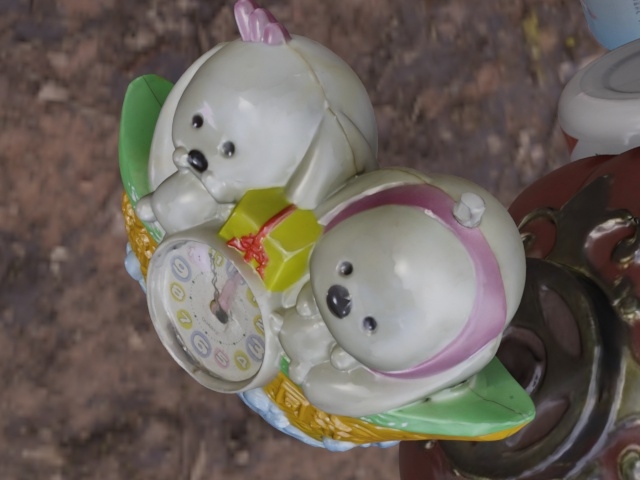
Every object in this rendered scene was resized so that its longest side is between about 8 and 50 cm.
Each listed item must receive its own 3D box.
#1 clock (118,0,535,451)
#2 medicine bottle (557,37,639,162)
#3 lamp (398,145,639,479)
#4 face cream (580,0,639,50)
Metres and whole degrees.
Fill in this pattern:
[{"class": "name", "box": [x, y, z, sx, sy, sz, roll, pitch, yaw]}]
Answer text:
[{"class": "clock", "box": [0.000, 0.000, 0.759, 0.231, 0.103, 0.144, 42, 135, 18]}, {"class": "medicine bottle", "box": [0.265, 0.014, 1.186, 0.157, 0.157, 0.288, -16, 111, 11]}, {"class": "lamp", "box": [0.180, 0.097, 0.968, 0.257, 0.303, 0.303, 24, 129, -41]}, {"class": "face cream", "box": [0.195, -0.210, 1.209, 0.075, 0.075, 0.229, -15, 151, 11]}]
